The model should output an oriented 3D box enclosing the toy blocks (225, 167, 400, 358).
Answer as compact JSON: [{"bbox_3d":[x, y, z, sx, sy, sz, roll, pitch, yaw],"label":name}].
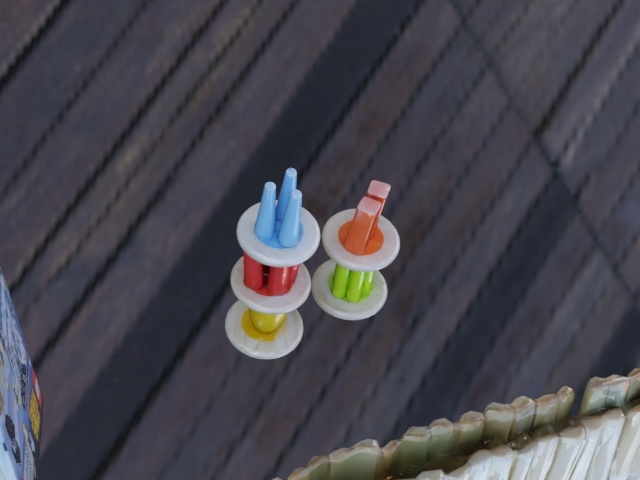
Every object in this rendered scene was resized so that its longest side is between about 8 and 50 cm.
[{"bbox_3d":[0.000,0.000,1.111,0.123,0.054,0.148,-24,148,-25],"label":"toy blocks"}]

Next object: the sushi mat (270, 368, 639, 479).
[{"bbox_3d":[0.037,0.150,0.473,0.151,0.019,0.316,-11,136,-21],"label":"sushi mat"}]

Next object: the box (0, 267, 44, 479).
[{"bbox_3d":[-0.156,0.066,0.812,0.027,0.137,0.094,-15,110,-1],"label":"box"}]
